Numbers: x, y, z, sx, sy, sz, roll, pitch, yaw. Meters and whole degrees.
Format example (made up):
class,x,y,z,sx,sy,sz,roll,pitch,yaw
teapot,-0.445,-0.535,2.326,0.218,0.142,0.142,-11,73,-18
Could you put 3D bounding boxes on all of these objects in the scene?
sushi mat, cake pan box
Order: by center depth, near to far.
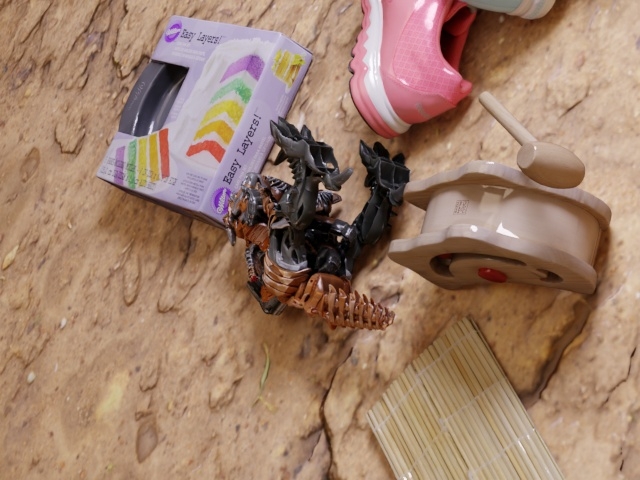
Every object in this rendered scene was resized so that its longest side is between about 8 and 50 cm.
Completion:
class,x,y,z,sx,sy,sz,roll,pitch,yaw
sushi mat,0.147,0.223,1.350,0.151,0.019,0.316,-47,42,19
cake pan box,-0.153,-0.156,1.845,0.267,0.070,0.246,21,82,50

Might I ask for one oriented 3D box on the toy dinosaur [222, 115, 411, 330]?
class,x,y,z,sx,sy,sz,roll,pitch,yaw
toy dinosaur,0.000,0.000,1.571,0.322,0.164,0.218,35,111,32

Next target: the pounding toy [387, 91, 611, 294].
class,x,y,z,sx,sy,sz,roll,pitch,yaw
pounding toy,0.189,-0.040,1.373,0.269,0.154,0.155,-16,56,63

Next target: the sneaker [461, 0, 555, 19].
class,x,y,z,sx,sy,sz,roll,pitch,yaw
sneaker,0.150,-0.396,1.572,0.135,0.150,0.366,119,149,-42

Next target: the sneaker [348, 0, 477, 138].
class,x,y,z,sx,sy,sz,roll,pitch,yaw
sneaker,0.113,-0.266,1.616,0.136,0.116,0.314,-14,65,30
